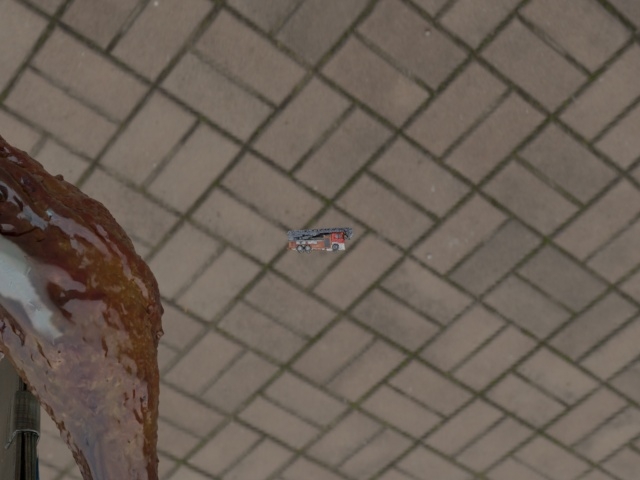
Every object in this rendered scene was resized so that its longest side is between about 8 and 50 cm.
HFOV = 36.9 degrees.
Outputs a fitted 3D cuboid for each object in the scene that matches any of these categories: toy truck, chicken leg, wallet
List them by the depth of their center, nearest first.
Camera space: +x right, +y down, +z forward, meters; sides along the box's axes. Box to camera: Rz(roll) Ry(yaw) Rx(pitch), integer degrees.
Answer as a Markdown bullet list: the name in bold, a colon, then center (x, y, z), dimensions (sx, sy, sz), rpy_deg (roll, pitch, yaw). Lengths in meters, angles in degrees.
- **chicken leg**: center (-0.170, 0.054, 0.555), dimensions (0.158, 0.096, 0.407), rpy_deg (-40, 77, 0)
- **toy truck**: center (0.000, 0.000, 1.191), dimensions (0.083, 0.032, 0.024), rpy_deg (-2, 169, 2)
- **wallet**: center (-0.405, 0.276, 1.244), dimensions (0.044, 0.317, 0.169), rpy_deg (18, 121, -29)
